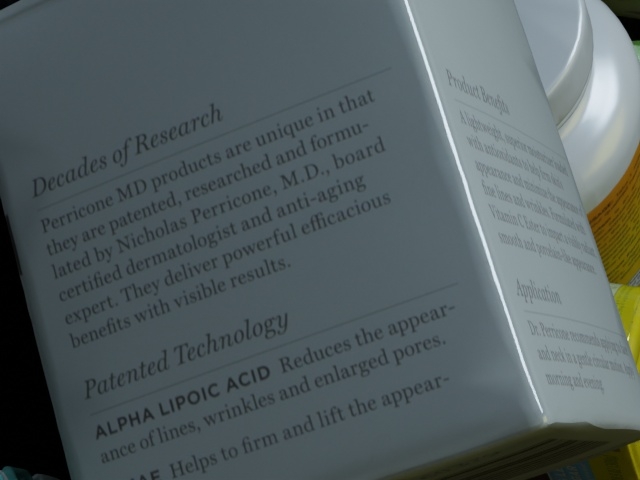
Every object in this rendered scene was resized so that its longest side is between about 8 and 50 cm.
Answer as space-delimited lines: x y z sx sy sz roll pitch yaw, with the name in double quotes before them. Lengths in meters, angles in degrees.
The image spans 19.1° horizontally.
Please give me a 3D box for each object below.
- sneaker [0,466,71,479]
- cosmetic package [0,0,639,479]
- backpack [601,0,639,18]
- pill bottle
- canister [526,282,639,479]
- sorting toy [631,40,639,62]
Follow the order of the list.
"sneaker" -0.088 0.117 0.638 0.076 0.065 0.166 -43 150 18
"cosmetic package" 0.000 0.000 0.632 0.151 0.151 0.183 18 53 -67
"backpack" 0.152 -0.207 0.918 0.253 0.225 0.191 17 81 -79
"pill bottle" 0.087 -0.045 0.887 0.245 0.136 0.136 57 44 -64
"canister" 0.068 0.060 0.857 0.126 0.170 0.073 62 40 -52
"sorting toy" 0.200 -0.033 1.270 0.126 0.127 0.365 125 -25 -76
